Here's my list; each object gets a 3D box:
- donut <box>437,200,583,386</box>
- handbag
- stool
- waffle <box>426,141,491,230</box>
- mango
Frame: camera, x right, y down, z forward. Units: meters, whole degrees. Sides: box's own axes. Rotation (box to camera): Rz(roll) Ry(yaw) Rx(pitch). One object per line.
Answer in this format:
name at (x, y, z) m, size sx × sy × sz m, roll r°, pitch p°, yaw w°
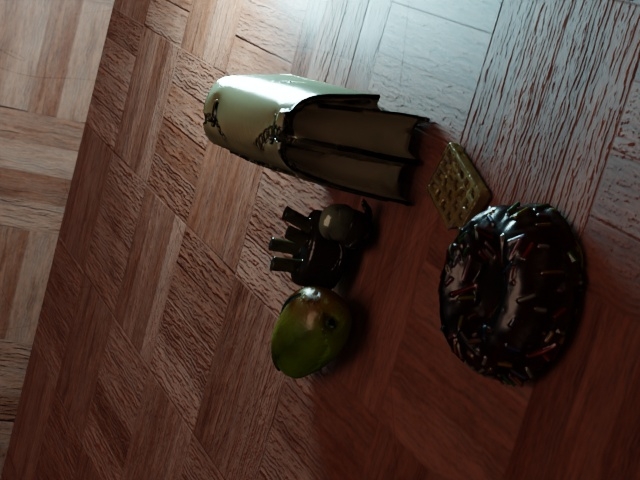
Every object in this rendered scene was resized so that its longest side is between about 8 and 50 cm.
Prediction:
donut at (0.226, 0.062, 1.631) m, size 0.235 × 0.089 × 0.235 m, roll -33°, pitch 51°, yaw 55°
handbag at (-0.019, -0.171, 2.049) m, size 0.358 × 0.236 × 0.160 m, roll 24°, pitch 105°, yaw 64°
stool at (0.000, 0.000, 2.084) m, size 0.217 × 0.121 × 0.125 m, roll -45°, pitch 29°, yaw 53°
waffle at (0.190, -0.067, 1.830) m, size 0.092 × 0.021 × 0.135 m, roll -62°, pitch 30°, yaw 30°
mango at (-0.019, 0.145, 2.086) m, size 0.125 × 0.111 × 0.233 m, roll -66°, pitch 5°, yaw -26°
